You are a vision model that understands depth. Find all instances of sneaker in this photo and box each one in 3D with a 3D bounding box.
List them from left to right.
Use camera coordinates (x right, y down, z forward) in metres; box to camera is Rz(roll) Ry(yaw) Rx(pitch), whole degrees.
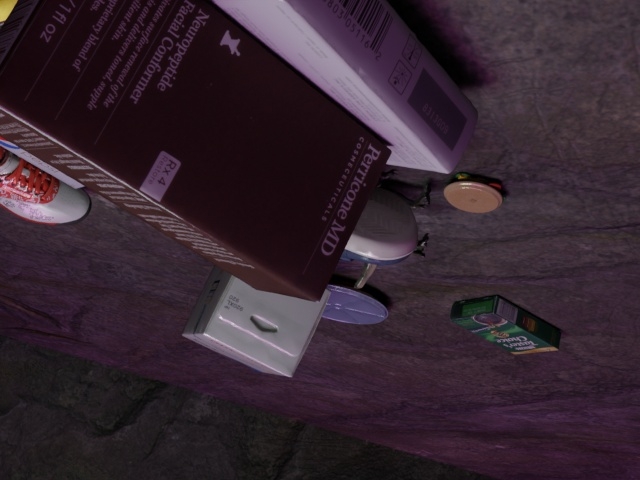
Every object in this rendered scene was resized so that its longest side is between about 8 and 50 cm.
[{"bbox_3d":[-0.507,-0.109,1.380,0.270,0.090,0.145,23,159,-13],"label":"sneaker"},{"bbox_3d":[0.000,0.000,1.112,0.131,0.148,0.350,-15,-156,-31],"label":"sneaker"}]

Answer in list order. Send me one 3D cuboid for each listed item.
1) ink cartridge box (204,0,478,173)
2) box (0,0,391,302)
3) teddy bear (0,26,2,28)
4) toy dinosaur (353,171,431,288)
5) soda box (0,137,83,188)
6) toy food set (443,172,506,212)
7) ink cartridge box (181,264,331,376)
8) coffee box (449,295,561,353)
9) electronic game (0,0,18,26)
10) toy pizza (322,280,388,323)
[{"bbox_3d":[-0.058,-0.206,0.936,0.385,0.091,0.308,16,165,45],"label":"ink cartridge box"},{"bbox_3d":[-0.130,-0.108,0.826,0.381,0.191,0.143,33,166,-33],"label":"box"},{"bbox_3d":[-0.417,-0.257,0.989,0.338,0.113,0.245,21,151,5],"label":"teddy bear"},{"bbox_3d":[0.094,-0.031,1.182,0.118,0.064,0.268,6,132,17],"label":"toy dinosaur"},{"bbox_3d":[-0.416,-0.160,1.223,0.069,0.074,0.216,-8,149,43],"label":"soda box"},{"bbox_3d":[0.210,-0.062,1.141,0.083,0.020,0.082,18,157,-7],"label":"toy food set"},{"bbox_3d":[-0.118,0.129,1.483,0.171,0.168,0.232,28,166,-14],"label":"ink cartridge box"},{"bbox_3d":[0.344,0.159,1.550,0.184,0.040,0.113,29,154,-30],"label":"coffee box"},{"bbox_3d":[-0.350,-0.293,0.787,0.229,0.048,0.229,-13,144,-10],"label":"electronic game"},{"bbox_3d":[0.037,0.117,1.651,0.201,0.032,0.201,12,158,5],"label":"toy pizza"}]
